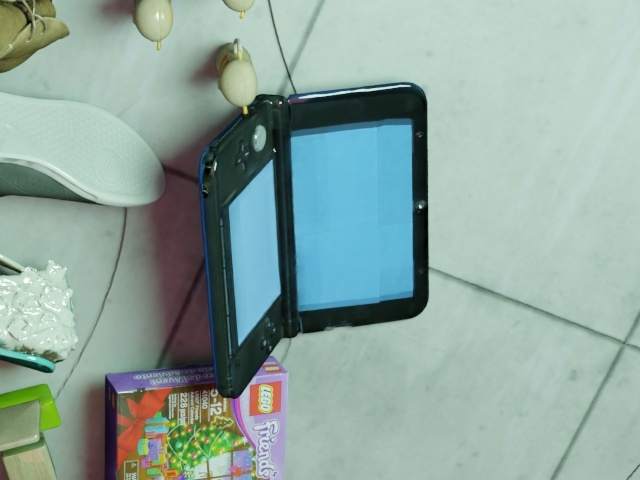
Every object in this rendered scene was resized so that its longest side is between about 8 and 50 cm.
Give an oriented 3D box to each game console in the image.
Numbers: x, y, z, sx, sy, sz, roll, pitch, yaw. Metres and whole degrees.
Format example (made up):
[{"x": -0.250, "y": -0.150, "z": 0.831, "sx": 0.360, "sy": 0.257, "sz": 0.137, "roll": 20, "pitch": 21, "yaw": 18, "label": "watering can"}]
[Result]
[{"x": 0.000, "y": 0.000, "z": 1.774, "sx": 0.173, "sy": 0.250, "sz": 0.293, "roll": 6, "pitch": 118, "yaw": 18, "label": "game console"}]

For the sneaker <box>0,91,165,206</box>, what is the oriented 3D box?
[{"x": -0.315, "y": -0.080, "z": 1.758, "sx": 0.296, "sy": 0.104, "sz": 0.147, "roll": 13, "pitch": 152, "yaw": -37, "label": "sneaker"}]

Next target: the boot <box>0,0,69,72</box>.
[{"x": -0.313, "y": -0.218, "z": 1.598, "sx": 0.115, "sy": 0.305, "sz": 0.112, "roll": -20, "pitch": 93, "yaw": -2, "label": "boot"}]

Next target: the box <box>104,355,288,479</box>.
[{"x": -0.143, "y": 0.283, "z": 1.903, "sx": 0.201, "sy": 0.057, "sz": 0.293, "roll": -5, "pitch": 111, "yaw": -21, "label": "box"}]

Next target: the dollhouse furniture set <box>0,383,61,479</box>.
[{"x": -0.351, "y": 0.341, "z": 1.869, "sx": 0.198, "sy": 0.151, "sz": 0.301, "roll": -14, "pitch": 111, "yaw": -2, "label": "dollhouse furniture set"}]

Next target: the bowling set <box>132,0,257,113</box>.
[{"x": -0.153, "y": -0.266, "z": 1.672, "sx": 0.200, "sy": 0.154, "sz": 0.287, "roll": -4, "pitch": 110, "yaw": -7, "label": "bowling set"}]

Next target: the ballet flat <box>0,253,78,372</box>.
[{"x": -0.458, "y": 0.046, "z": 1.778, "sx": 0.409, "sy": 0.147, "sz": 0.147, "roll": 11, "pitch": 108, "yaw": -14, "label": "ballet flat"}]
